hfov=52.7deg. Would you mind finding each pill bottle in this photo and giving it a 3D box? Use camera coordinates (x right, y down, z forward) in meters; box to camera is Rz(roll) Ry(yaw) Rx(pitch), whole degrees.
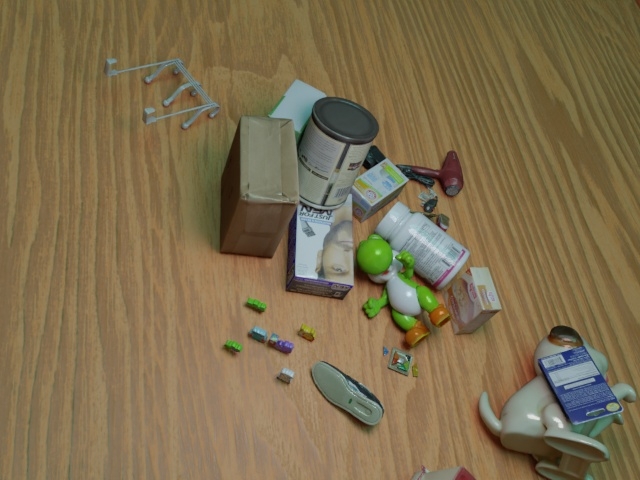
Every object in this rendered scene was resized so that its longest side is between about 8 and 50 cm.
[{"bbox_3d":[0.319,0.012,2.062,0.283,0.160,0.160,39,54,7],"label":"pill bottle"}]

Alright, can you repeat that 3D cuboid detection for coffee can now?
[{"bbox_3d":[0.031,-0.258,1.933,0.201,0.275,0.201,13,43,-13],"label":"coffee can"}]

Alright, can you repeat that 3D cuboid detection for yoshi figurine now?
[{"bbox_3d":[0.219,0.129,1.936,0.203,0.203,0.362,-26,68,-24],"label":"yoshi figurine"}]

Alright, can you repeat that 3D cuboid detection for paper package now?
[{"bbox_3d":[-0.183,-0.152,1.881,0.168,0.325,0.309,6,58,-16],"label":"paper package"}]

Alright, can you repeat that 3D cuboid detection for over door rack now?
[{"bbox_3d":[-0.514,-0.472,2.081,0.239,0.108,0.324,50,36,13],"label":"over door rack"}]

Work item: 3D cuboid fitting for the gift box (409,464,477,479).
[{"bbox_3d":[0.285,0.691,1.556,0.255,0.258,0.276,-37,84,-34],"label":"gift box"}]

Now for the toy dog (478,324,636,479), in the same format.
[{"bbox_3d":[0.698,0.457,1.885,0.395,0.284,0.408,9,48,31],"label":"toy dog"}]

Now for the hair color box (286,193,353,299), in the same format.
[{"bbox_3d":[0.000,0.000,1.988,0.185,0.110,0.339,10,58,-15],"label":"hair color box"}]

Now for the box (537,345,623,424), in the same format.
[{"bbox_3d":[0.688,0.389,1.719,0.136,0.036,0.225,-17,37,4],"label":"box"}]

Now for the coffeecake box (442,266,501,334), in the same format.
[{"bbox_3d":[0.463,0.187,1.987,0.068,0.185,0.142,0,59,-20],"label":"coffeecake box"}]

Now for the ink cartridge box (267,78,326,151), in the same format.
[{"bbox_3d":[-0.101,-0.336,2.059,0.117,0.278,0.201,28,54,2],"label":"ink cartridge box"}]

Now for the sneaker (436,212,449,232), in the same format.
[{"bbox_3d":[0.411,-0.047,2.213,0.042,0.067,0.118,26,24,0],"label":"sneaker"}]

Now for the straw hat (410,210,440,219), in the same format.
[{"bbox_3d":[0.331,-0.065,2.172,0.144,0.144,0.061,6,97,-16],"label":"straw hat"}]

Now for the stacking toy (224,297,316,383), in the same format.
[{"bbox_3d":[-0.138,0.277,1.799,0.221,0.052,0.167,27,52,0],"label":"stacking toy"}]

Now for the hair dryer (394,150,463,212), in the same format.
[{"bbox_3d":[0.409,-0.244,2.307,0.293,0.080,0.223,-33,74,-33],"label":"hair dryer"}]

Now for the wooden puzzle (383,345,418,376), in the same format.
[{"bbox_3d":[0.238,0.355,1.905,0.116,0.014,0.078,18,55,-8],"label":"wooden puzzle"}]

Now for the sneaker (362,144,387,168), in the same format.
[{"bbox_3d":[0.163,-0.313,2.282,0.170,0.051,0.089,47,55,7],"label":"sneaker"}]

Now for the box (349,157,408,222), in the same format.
[{"bbox_3d":[0.179,-0.167,2.159,0.203,0.103,0.114,-35,75,-33],"label":"box"}]

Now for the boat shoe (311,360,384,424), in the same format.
[{"bbox_3d":[0.075,0.416,1.783,0.233,0.084,0.079,36,16,13],"label":"boat shoe"}]
